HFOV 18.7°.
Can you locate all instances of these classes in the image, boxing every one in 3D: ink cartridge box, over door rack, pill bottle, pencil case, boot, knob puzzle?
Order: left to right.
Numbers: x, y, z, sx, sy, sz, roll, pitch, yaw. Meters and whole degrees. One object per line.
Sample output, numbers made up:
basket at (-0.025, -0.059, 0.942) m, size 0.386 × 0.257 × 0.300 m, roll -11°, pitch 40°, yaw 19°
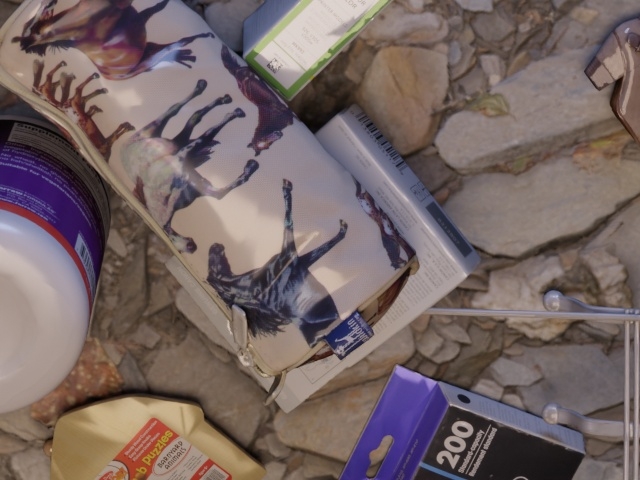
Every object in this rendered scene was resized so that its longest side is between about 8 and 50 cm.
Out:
pill bottle at (-0.277, 0.005, 1.670) m, size 0.182 × 0.323 × 0.181 m, roll 0°, pitch 113°, yaw -1°
knob puzzle at (-0.182, 0.227, 1.923) m, size 0.213 × 0.030 × 0.213 m, roll -1°, pitch 110°, yaw -3°
pencil case at (-0.105, -0.065, 1.649) m, size 0.410 × 0.160 × 0.183 m, roll 47°, pitch 61°, yaw -4°
ink cartridge box at (0.002, 0.017, 1.777) m, size 0.232 × 0.066 × 0.189 m, roll -39°, pitch 89°, yaw 28°
ink cartridge box at (0.023, -0.227, 1.693) m, size 0.062 × 0.109 × 0.209 m, roll 41°, pitch 106°, yaw -17°
ink cartridge box at (0.128, 0.250, 1.935) m, size 0.208 × 0.045 × 0.206 m, roll 21°, pitch 111°, yaw -8°
over door rack at (0.176, 0.170, 1.838) m, size 0.324 × 0.108 × 0.239 m, roll 0°, pitch 94°, yaw 6°
boot at (0.300, -0.147, 1.772) m, size 0.087 × 0.042 × 0.118 m, roll -37°, pitch 116°, yaw 5°

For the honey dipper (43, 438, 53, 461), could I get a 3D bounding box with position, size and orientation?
honey dipper at (-0.253, 0.272, 1.945) m, size 0.030 × 0.030 × 0.160 m, roll -11°, pitch 111°, yaw 4°
